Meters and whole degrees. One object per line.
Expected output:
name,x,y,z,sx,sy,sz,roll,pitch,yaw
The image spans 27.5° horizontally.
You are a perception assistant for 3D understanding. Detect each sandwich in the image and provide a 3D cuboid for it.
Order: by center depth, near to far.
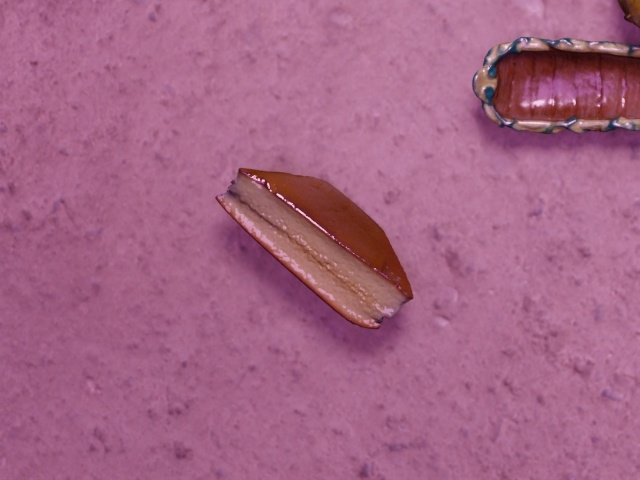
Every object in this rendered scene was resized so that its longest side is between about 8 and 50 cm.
sandwich,0.000,0.000,1.575,0.258,0.096,0.094,41,117,3

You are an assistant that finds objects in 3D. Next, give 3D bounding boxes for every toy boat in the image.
toy boat,0.318,-0.168,1.438,0.293,0.099,0.108,6,104,24

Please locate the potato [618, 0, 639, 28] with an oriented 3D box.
potato,0.420,-0.307,1.343,0.248,0.143,0.169,-20,86,17
